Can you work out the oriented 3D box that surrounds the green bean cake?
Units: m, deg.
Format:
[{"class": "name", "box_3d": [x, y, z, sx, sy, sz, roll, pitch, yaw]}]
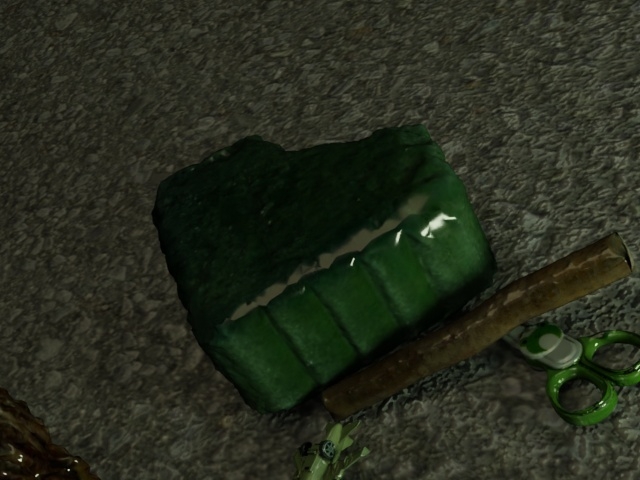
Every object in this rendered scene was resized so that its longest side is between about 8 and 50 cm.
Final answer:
[{"class": "green bean cake", "box_3d": [0.000, 0.000, 1.263, 0.307, 0.169, 0.300, -30, 37, 2]}]

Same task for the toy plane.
[{"class": "toy plane", "box_3d": [-0.001, 0.213, 1.114, 0.102, 0.040, 0.111, -18, 31, 52]}]

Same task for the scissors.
[{"class": "scissors", "box_3d": [0.208, 0.099, 1.101, 0.101, 0.027, 0.204, -41, 34, -15]}]

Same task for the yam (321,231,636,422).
[{"class": "yam", "box_3d": [0.140, 0.085, 1.118, 0.326, 0.045, 0.045, -30, 72, 19]}]

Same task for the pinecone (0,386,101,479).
[{"class": "pinecone", "box_3d": [-0.354, 0.261, 1.131, 0.242, 0.298, 0.296, -55, 25, 18]}]
